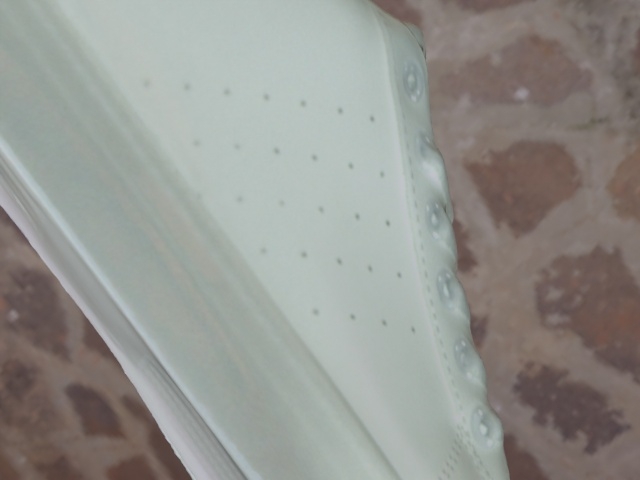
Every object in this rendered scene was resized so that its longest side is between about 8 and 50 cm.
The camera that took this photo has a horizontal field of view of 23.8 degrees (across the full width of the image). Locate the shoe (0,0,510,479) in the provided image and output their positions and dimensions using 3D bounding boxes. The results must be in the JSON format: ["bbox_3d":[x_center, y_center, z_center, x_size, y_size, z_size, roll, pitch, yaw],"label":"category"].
[{"bbox_3d":[0.000,0.000,0.355,0.265,0.110,0.095,52,164,-5],"label":"shoe"}]
